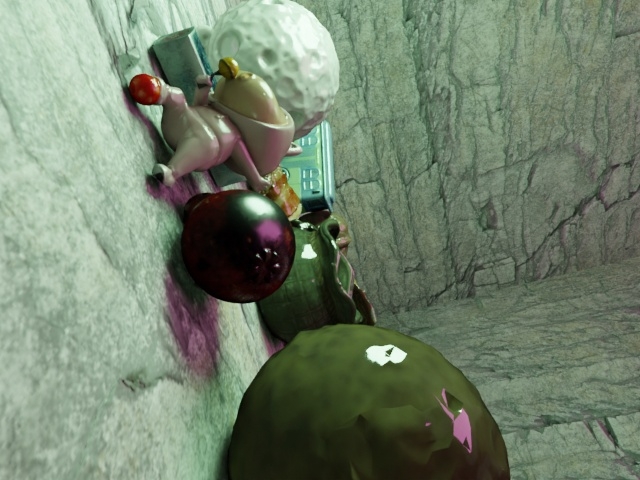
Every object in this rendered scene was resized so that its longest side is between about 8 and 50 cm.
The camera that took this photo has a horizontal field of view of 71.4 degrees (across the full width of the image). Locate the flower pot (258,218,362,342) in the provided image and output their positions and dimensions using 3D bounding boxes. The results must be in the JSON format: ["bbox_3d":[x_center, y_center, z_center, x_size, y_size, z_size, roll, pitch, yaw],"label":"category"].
[{"bbox_3d":[-0.030,0.093,1.079,0.302,0.212,0.302,-14,90,-83],"label":"flower pot"}]

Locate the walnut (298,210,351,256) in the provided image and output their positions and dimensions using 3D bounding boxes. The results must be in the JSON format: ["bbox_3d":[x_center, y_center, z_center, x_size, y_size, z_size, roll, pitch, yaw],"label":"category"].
[{"bbox_3d":[0.000,0.000,1.543,0.224,0.224,0.225,-15,90,-84],"label":"walnut"}]

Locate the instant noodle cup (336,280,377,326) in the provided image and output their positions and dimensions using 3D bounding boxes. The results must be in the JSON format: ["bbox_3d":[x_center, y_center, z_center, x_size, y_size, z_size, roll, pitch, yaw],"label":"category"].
[{"bbox_3d":[0.053,0.212,1.260,0.090,0.273,0.274,-12,87,-54],"label":"instant noodle cup"}]

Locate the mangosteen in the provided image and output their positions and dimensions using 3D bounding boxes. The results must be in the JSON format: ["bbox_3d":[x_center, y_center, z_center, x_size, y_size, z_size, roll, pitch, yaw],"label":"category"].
[{"bbox_3d":[-0.131,0.001,0.688,0.200,0.199,0.200,-15,90,-84],"label":"mangosteen"}]

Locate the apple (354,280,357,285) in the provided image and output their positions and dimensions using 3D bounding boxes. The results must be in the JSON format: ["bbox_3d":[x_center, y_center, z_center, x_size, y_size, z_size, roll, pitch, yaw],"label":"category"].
[{"bbox_3d":[0.057,0.194,1.788,0.200,0.199,0.200,-15,90,-84],"label":"apple"}]

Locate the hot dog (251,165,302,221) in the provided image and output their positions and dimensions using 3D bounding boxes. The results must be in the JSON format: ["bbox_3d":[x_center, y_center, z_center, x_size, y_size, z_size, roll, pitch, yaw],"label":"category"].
[{"bbox_3d":[-0.133,-0.123,1.222,0.213,0.103,0.146,64,30,-15],"label":"hot dog"}]

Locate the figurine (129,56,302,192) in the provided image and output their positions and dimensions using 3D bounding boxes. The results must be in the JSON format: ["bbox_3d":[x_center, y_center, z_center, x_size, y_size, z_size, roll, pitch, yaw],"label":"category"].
[{"bbox_3d":[-0.147,-0.183,0.710,0.287,0.186,0.176,-14,51,-47],"label":"figurine"}]

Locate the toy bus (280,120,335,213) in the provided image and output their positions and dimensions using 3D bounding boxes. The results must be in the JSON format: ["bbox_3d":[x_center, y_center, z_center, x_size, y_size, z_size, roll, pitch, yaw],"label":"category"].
[{"bbox_3d":[-0.054,-0.246,1.458,0.152,0.190,0.313,60,26,-73],"label":"toy bus"}]

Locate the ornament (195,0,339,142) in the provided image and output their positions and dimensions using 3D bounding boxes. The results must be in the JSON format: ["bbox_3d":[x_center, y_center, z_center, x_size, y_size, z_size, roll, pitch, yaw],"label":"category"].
[{"bbox_3d":[-0.109,-0.402,1.071,0.337,0.336,0.338,-15,90,-84],"label":"ornament"}]

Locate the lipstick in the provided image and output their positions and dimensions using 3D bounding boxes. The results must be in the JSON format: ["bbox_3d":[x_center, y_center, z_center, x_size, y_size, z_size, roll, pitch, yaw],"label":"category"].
[{"bbox_3d":[-0.213,-0.237,0.837,0.078,0.076,0.290,-100,175,-52],"label":"lipstick"}]

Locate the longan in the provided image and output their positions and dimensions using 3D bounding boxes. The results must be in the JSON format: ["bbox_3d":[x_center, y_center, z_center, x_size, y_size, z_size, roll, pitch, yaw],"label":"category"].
[{"bbox_3d":[0.055,0.314,0.629,0.391,0.390,0.392,-15,90,-84],"label":"longan"}]
